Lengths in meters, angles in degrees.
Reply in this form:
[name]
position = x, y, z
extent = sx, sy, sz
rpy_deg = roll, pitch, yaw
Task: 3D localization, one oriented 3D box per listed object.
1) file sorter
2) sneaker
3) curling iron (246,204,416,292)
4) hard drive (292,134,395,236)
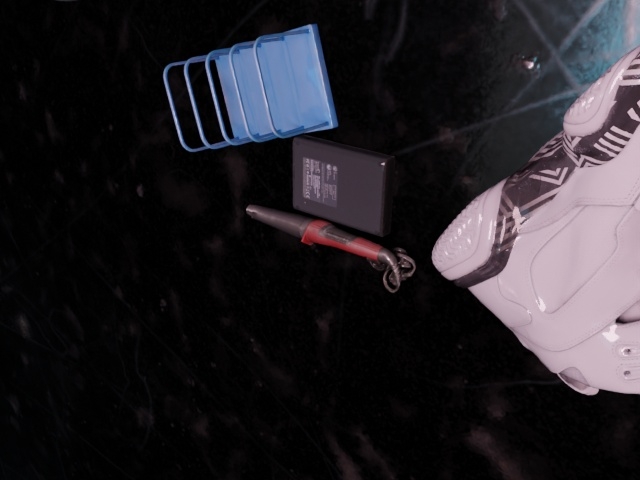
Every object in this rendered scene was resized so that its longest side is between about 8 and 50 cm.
[file sorter]
position = -0.086, -0.171, 0.793
extent = 0.170, 0.104, 0.118
rpy_deg = -1, 108, 41
[sneaker]
position = 0.261, -0.014, 0.538
extent = 0.210, 0.137, 0.366
rpy_deg = 51, 138, 11
[curling iron]
position = 0.000, 0.000, 0.830
extent = 0.274, 0.035, 0.068
rpy_deg = 21, 147, 37
[hard drive]
position = 0.024, -0.066, 0.798
extent = 0.135, 0.022, 0.094
rpy_deg = 20, 120, 35
